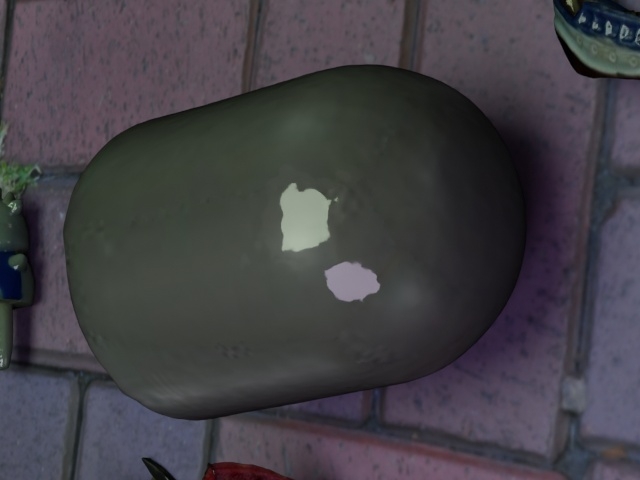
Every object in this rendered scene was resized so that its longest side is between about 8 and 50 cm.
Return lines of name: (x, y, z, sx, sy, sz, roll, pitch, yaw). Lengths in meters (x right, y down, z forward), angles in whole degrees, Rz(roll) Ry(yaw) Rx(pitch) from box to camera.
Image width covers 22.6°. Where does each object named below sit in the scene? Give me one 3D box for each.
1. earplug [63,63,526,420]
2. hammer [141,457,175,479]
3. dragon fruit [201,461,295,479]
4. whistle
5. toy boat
earplug: (0.000, 0.000, 1.517, 0.394, 0.313, 0.312, -12, 75, 40)
hammer: (-0.226, 0.349, 1.879, 0.062, 0.013, 0.198, 39, 110, 41)
dragon fruit: (-0.044, 0.360, 1.614, 0.189, 0.163, 0.261, -15, 65, 7)
whistle: (-0.423, 0.046, 2.067, 0.110, 0.092, 0.244, -10, 75, 33)
toy boat: (0.299, -0.196, 1.374, 0.262, 0.114, 0.115, 10, 103, 49)
